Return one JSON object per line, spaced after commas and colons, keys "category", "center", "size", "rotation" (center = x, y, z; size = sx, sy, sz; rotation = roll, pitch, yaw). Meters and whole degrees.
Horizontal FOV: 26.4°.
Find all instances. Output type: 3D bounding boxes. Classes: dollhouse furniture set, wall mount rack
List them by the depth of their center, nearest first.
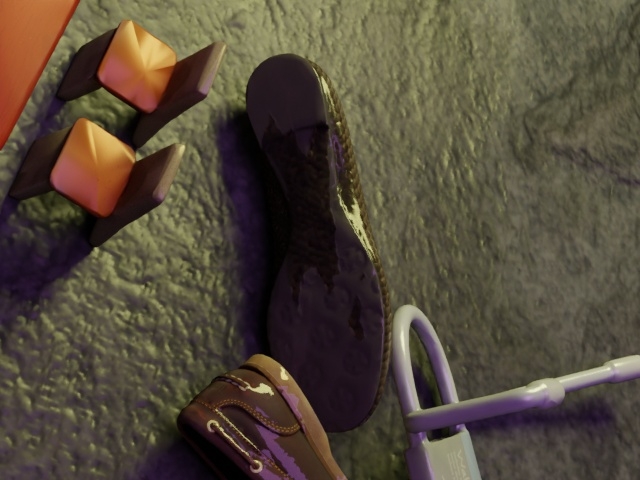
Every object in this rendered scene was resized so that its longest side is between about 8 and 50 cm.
{"category": "dollhouse furniture set", "center": [-0.165, -0.167, 0.763], "size": [0.262, 0.135, 0.259], "rotation": [33, 58, -24]}
{"category": "wall mount rack", "center": [0.161, 0.200, 0.899], "size": [0.304, 0.130, 0.350], "rotation": [7, 68, -69]}

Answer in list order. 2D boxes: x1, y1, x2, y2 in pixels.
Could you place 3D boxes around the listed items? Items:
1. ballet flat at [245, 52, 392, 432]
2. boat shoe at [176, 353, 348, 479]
{"category": "ballet flat", "center": [0.000, 0.000, 0.880], "size": [0.058, 0.084, 0.250], "rotation": [29, 48, -69]}
{"category": "boat shoe", "center": [-0.010, 0.171, 0.810], "size": [0.073, 0.073, 0.207], "rotation": [-36, 90, -37]}
